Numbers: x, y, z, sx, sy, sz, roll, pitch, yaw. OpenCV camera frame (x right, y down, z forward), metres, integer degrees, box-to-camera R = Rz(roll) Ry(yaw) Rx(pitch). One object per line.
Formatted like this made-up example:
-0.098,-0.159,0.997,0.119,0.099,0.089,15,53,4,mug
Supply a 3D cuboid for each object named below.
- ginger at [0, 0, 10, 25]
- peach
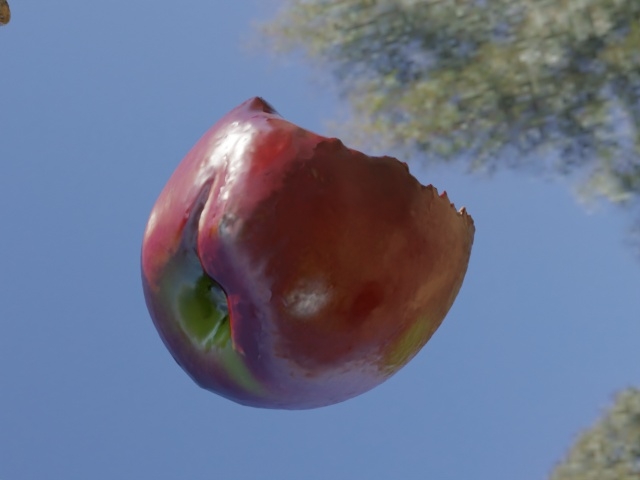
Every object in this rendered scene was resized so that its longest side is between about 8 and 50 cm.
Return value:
-0.235,-0.229,0.895,0.089,0.075,0.288,7,-124,-49,ginger
0.000,0.000,0.986,0.226,0.190,0.196,-30,-86,-43,peach
